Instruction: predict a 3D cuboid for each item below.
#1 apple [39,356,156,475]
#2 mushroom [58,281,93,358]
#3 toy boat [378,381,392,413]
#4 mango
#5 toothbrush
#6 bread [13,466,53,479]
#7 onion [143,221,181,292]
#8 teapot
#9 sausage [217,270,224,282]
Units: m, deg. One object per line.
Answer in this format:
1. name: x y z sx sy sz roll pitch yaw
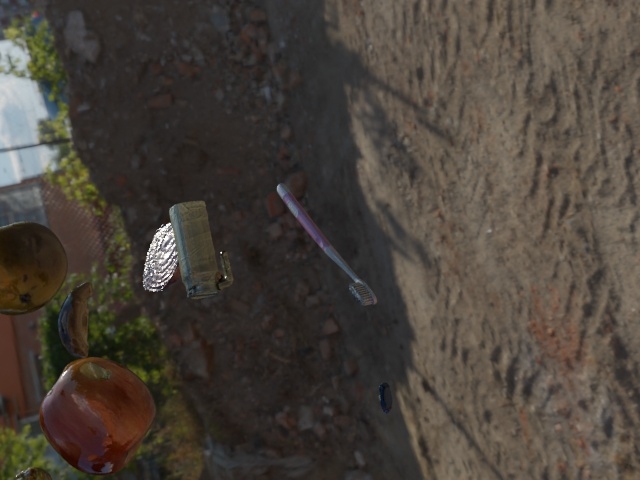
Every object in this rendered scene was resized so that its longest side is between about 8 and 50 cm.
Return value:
1. apple: -0.493 0.378 1.606 0.241 0.242 0.242 33 158 2
2. mushroom: -0.636 0.200 1.895 0.094 0.072 0.210 87 179 -68
3. toy boat: 0.170 0.416 1.928 0.038 0.038 0.083 177 88 -75
4. mango: -0.943 0.070 2.273 0.220 0.301 0.445 -61 20 16
5. toothbrush: 0.000 0.000 1.104 0.286 0.025 0.020 52 137 38
6. bread: -0.635 0.570 1.635 0.367 0.077 0.084 117 164 -60
7. onion: -0.450 0.059 2.305 0.250 0.111 0.247 -18 55 44
8. teapot: -0.249 0.021 1.540 0.077 0.107 0.200 -36 63 58
9. sausage: -0.261 0.065 1.722 0.116 0.026 0.026 54 -177 -41
